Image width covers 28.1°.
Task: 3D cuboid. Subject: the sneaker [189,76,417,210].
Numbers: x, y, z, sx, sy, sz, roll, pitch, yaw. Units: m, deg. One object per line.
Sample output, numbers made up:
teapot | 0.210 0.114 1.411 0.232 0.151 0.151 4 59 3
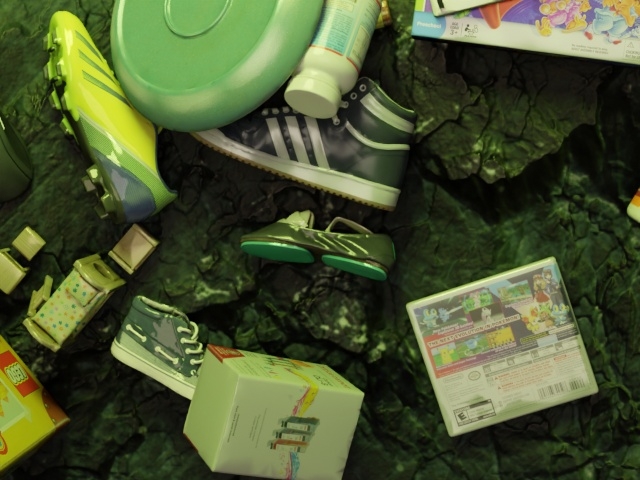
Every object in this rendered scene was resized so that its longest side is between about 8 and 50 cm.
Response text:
sneaker | -0.016 -0.152 1.606 0.282 0.099 0.153 19 98 0

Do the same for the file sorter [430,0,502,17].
file sorter | 0.241 -0.386 1.442 0.277 0.173 0.193 -13 94 7

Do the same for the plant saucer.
plant saucer | -0.140 -0.289 1.557 0.317 0.043 0.318 -10 71 30

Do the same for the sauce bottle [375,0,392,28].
sauce bottle | 0.026 -0.277 1.620 0.128 0.042 0.042 -15 93 7

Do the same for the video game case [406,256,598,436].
video game case | 0.233 0.137 1.643 0.201 0.023 0.183 -18 93 9

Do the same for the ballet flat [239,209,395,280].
ballet flat | 0.000 0.000 1.639 0.203 0.074 0.074 11 96 11

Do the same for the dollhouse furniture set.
dollhouse furniture set | -0.333 0.021 1.655 0.161 0.101 0.182 42 98 2

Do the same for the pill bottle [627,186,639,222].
pill bottle | 0.478 -0.095 1.545 0.121 0.121 0.221 32 98 3

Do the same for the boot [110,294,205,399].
boot | -0.176 0.146 1.663 0.190 0.069 0.086 25 103 4

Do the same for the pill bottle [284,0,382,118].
pill bottle | 0.012 -0.231 1.531 0.087 0.087 0.160 18 70 5

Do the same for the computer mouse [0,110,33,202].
computer mouse | -0.505 -0.153 1.680 0.184 0.060 0.262 -25 91 7

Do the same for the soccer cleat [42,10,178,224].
soccer cleat | -0.272 -0.162 1.654 0.121 0.093 0.289 -20 88 -23

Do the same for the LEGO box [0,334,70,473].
LEGO box | -0.550 0.183 1.492 0.193 0.500 0.372 -40 90 8

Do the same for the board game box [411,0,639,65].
board game box | 0.299 -0.342 1.566 0.347 0.078 0.233 8 96 6

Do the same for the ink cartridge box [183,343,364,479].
ink cartridge box | -0.058 0.219 1.597 0.176 0.128 0.127 13 97 -26
